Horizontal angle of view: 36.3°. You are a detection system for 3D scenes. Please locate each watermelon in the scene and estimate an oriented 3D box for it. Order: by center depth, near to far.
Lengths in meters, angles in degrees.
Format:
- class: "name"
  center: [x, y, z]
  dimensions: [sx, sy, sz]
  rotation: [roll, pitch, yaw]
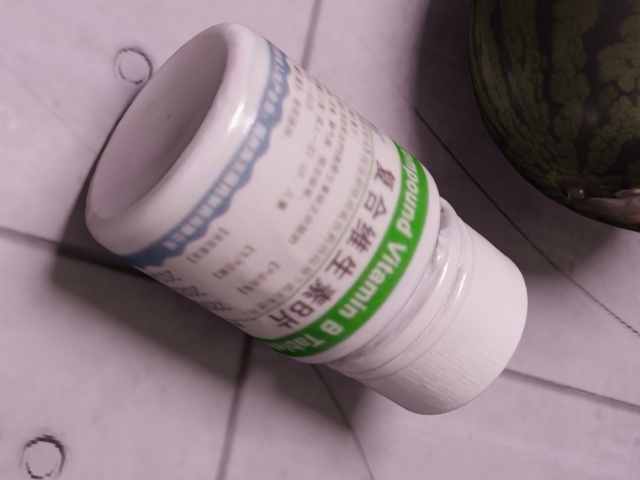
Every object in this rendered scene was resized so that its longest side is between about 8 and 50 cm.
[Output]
- class: "watermelon"
  center: [0.243, -0.154, 0.651]
  dimensions: [0.279, 0.278, 0.359]
  rotation: [42, 70, -26]

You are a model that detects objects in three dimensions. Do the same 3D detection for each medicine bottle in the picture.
- class: "medicine bottle"
  center: [0.000, 0.000, 0.550]
  dimensions: [0.237, 0.139, 0.139]
  rotation: [37, 67, -29]
